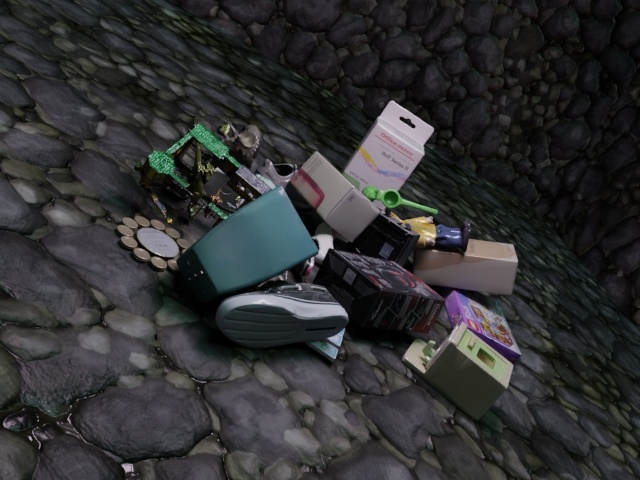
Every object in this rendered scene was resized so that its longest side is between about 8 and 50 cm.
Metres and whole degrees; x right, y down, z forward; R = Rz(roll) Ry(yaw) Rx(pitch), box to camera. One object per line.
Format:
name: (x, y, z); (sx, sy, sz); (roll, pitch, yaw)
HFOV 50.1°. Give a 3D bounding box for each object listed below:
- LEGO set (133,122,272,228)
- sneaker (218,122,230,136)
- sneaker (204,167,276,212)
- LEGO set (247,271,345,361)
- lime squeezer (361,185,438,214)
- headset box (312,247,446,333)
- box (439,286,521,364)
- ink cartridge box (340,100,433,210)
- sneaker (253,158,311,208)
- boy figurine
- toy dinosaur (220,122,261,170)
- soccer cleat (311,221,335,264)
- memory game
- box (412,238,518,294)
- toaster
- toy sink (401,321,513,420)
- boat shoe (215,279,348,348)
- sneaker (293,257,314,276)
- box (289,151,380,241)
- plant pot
LEGO set: (-0.287, -0.100, 1.641); (0.331, 0.192, 0.255); (34, 47, -12)
sneaker: (-0.320, -0.373, 2.267); (0.035, 0.031, 0.083); (26, 24, -19)
sneaker: (-0.213, -0.143, 1.865); (0.256, 0.094, 0.151); (34, 26, -29)
LEGO set: (-0.046, 0.154, 1.556); (0.244, 0.060, 0.182); (34, 19, 0)
lime squeezer: (0.190, -0.117, 2.052); (0.310, 0.059, 0.110); (11, -27, 28)
headset box: (0.163, 0.133, 1.766); (0.293, 0.110, 0.218); (12, 19, -44)
box: (0.485, 0.244, 2.107); (0.200, 0.057, 0.293); (28, 23, -13)
ink cartridge box: (0.230, -0.294, 2.446); (0.207, 0.353, 0.119); (32, 22, -6)
sneaker: (-0.085, -0.174, 2.080); (0.281, 0.115, 0.105); (7, 35, -48)
boy figurine: (0.314, -0.034, 2.107); (0.285, 0.092, 0.177); (10, 28, 9)
toy dinosaur: (-0.221, -0.282, 2.051); (0.121, 0.160, 0.313); (33, 23, -4)
soccer cleat: (0.000, 0.000, 1.919); (0.076, 0.068, 0.196); (23, 27, -18)
memory game: (-0.353, 0.008, 1.478); (0.186, 0.012, 0.186); (29, 23, -14)
box: (0.448, 0.072, 2.153); (0.311, 0.121, 0.148); (7, 23, 5)
toaster: (0.183, 0.010, 2.026); (0.168, 0.186, 0.110); (34, 18, 21)
toy sink: (0.344, 0.301, 1.701); (0.234, 0.131, 0.153); (38, 22, 11)
boat shoe: (-0.091, 0.144, 1.423); (0.335, 0.121, 0.119); (11, 33, -46)
sneaker: (-0.073, 0.034, 1.752); (0.074, 0.063, 0.170); (21, 21, -31)
box: (0.038, -0.128, 1.980); (0.148, 0.127, 0.232); (38, 8, -43)
plant pot: (-0.165, 0.025, 1.423); (0.234, 0.165, 0.165); (-30, 90, -34)
